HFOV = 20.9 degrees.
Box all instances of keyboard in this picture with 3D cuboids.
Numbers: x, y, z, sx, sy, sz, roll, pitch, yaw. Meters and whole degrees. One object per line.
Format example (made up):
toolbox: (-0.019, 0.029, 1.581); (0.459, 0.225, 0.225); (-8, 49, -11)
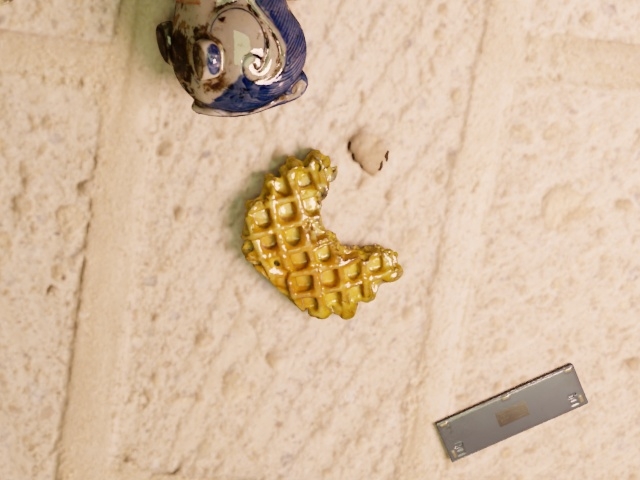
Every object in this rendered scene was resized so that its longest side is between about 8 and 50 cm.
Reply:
keyboard: (0.225, 0.202, 2.035); (0.176, 0.014, 0.055); (-24, 110, 0)

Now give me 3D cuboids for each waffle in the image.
waffle: (0.000, 0.001, 1.913); (0.149, 0.051, 0.194); (-44, 109, 9)

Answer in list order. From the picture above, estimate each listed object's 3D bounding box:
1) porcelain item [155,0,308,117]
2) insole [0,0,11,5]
porcelain item: (-0.072, -0.273, 1.779); (0.186, 0.138, 0.288); (-11, 106, -23)
insole: (-0.387, -0.345, 1.758); (0.081, 0.011, 0.248); (-35, 109, 5)
